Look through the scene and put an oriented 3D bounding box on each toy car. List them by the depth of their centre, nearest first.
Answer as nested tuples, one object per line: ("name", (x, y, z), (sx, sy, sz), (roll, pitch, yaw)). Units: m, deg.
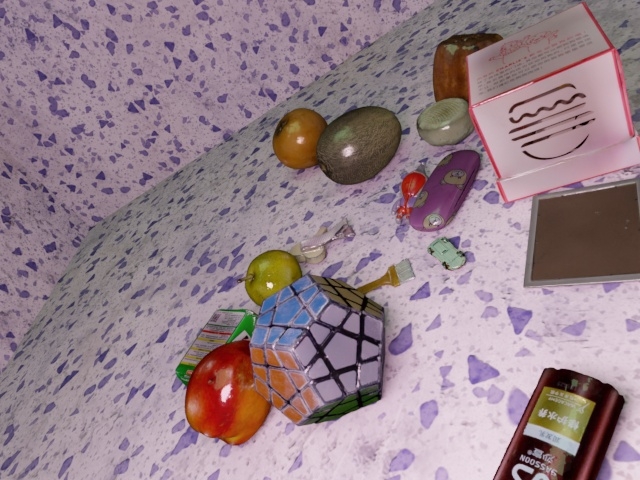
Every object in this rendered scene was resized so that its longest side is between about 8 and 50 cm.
("toy car", (0.315, 0.036, 1.141), (0.059, 0.035, 0.122), (-37, 39, 1))

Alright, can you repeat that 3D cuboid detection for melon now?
("melon", (0.137, -0.339, 1.623), (0.329, 0.249, 0.248), (-38, 31, -8))

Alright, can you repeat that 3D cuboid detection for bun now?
("bun", (0.413, -0.380, 1.514), (0.195, 0.118, 0.195), (-21, 39, 17))

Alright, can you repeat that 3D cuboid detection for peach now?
("peach", (-0.208, 0.344, 1.069), (0.199, 0.243, 0.243), (12, 46, 6))

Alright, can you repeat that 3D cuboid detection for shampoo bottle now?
("shampoo bottle", (0.325, 0.346, 0.671), (0.129, 0.084, 0.323), (8, 53, 53))

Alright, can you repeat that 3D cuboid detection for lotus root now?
("lotus root", (0.547, -0.602, 1.593), (0.316, 0.250, 0.316), (-19, 30, 11))

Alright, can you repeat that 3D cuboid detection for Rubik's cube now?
("Rubik's cube", (0.003, 0.229, 0.976), (0.319, 0.264, 0.319), (-26, 33, 18))

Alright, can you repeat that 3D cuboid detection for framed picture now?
("framed picture", (0.563, -0.015, 0.972), (0.232, 0.019, 0.296), (-9, 40, 38))

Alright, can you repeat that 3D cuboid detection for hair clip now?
("hair clip", (0.000, 0.000, 1.475), (0.218, 0.071, 0.159), (-26, 30, 8))

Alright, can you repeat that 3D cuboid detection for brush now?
("brush", (0.147, 0.119, 1.225), (0.218, 0.010, 0.082), (-28, 33, 17))

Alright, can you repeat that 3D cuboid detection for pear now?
("pear", (-0.154, 0.111, 1.343), (0.166, 0.216, 0.180), (9, 86, 52))

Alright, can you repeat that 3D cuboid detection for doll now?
("doll", (0.280, -0.148, 1.381), (0.102, 0.075, 0.227), (6, 60, 30))

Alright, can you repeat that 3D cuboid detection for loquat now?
("loquat", (-0.083, -0.434, 1.960), (0.263, 0.263, 0.263), (-26, 33, 18))

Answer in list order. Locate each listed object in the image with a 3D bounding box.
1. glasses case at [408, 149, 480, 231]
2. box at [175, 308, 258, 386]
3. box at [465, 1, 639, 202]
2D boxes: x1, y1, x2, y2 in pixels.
("glasses case", (0.355, -0.146, 1.300), (0.123, 0.076, 0.316), (1, 48, 46))
("box", (-0.279, 0.314, 1.311), (0.180, 0.103, 0.250), (-4, 43, 42))
("box", (0.554, -0.333, 1.129), (0.314, 0.300, 0.312), (-18, 37, 29))
